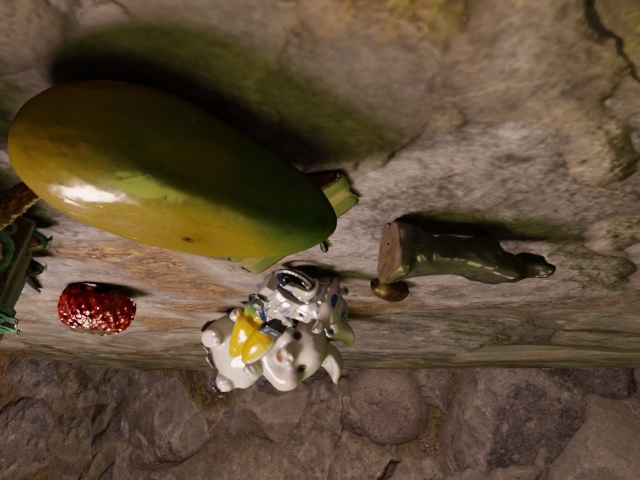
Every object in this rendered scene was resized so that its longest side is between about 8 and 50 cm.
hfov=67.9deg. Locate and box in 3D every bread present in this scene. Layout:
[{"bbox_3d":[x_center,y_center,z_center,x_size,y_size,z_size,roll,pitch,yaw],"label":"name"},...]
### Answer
[{"bbox_3d":[-0.042,-0.042,0.489,0.139,0.084,0.074,-35,151,8],"label":"bread"}]

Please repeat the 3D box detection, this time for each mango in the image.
[{"bbox_3d":[-0.104,-0.039,0.368,0.237,0.091,0.137,27,148,-35],"label":"mango"}]

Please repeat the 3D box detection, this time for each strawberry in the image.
[{"bbox_3d":[-0.429,0.136,0.912,0.145,0.086,0.145,1,158,0],"label":"strawberry"}]

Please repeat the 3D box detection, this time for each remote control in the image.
[{"bbox_3d":[-0.533,0.074,0.840,0.049,0.027,0.184,11,163,-21],"label":"remote control"}]

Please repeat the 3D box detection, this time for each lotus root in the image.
[{"bbox_3d":[0.122,0.086,0.803,0.037,0.030,0.083,-18,153,41],"label":"lotus root"}]

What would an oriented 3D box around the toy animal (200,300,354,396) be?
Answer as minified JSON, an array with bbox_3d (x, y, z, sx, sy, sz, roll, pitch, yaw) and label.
[{"bbox_3d":[-0.097,0.237,1.044,0.309,0.183,0.247,-12,162,21],"label":"toy animal"}]

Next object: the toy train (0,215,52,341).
[{"bbox_3d":[-0.441,0.042,0.595,0.159,0.129,0.326,19,155,-27],"label":"toy train"}]

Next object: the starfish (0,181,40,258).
[{"bbox_3d":[-0.346,0.008,0.363,0.231,0.295,0.048,12,132,14],"label":"starfish"}]

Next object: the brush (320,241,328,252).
[{"bbox_3d":[0.000,0.000,0.605,0.024,0.008,0.083,-4,159,8],"label":"brush"}]

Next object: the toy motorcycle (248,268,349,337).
[{"bbox_3d":[-0.038,0.110,0.801,0.150,0.102,0.221,29,150,-13],"label":"toy motorcycle"}]

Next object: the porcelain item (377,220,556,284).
[{"bbox_3d":[0.180,0.023,0.563,0.215,0.069,0.081,6,156,-9],"label":"porcelain item"}]
